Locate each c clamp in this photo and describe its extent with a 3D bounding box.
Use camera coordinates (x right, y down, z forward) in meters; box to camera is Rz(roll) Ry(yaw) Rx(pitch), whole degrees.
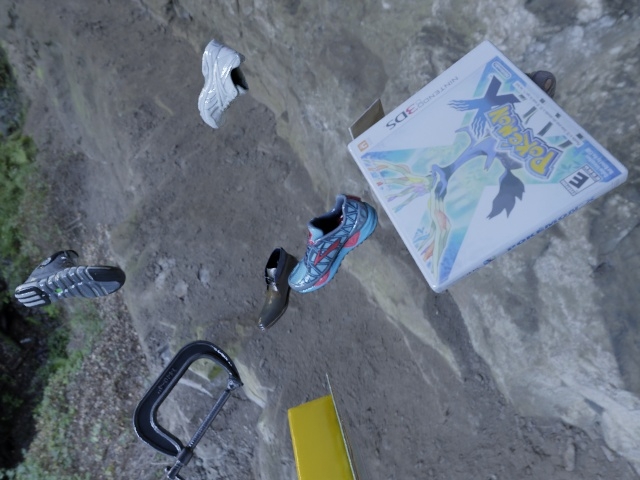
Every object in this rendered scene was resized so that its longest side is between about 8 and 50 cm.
[{"bbox_3d":[-0.156,0.215,0.535,0.137,0.022,0.161,27,66,3],"label":"c clamp"}]

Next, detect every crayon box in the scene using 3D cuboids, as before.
[{"bbox_3d":[0.035,0.378,0.623,0.083,0.323,0.203,-19,37,-1],"label":"crayon box"}]

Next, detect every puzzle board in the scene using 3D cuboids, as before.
[{"bbox_3d":[0.117,-0.262,1.009,0.011,0.097,0.128,17,55,41],"label":"puzzle board"}]

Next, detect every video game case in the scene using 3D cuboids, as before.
[{"bbox_3d":[0.231,-0.130,0.682,0.299,0.036,0.329,-35,58,16],"label":"video game case"}]

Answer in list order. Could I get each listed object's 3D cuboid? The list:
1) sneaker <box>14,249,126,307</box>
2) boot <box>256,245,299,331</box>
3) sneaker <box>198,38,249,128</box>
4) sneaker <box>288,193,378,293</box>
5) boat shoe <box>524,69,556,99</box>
[{"bbox_3d":[-0.535,0.061,0.931,0.228,0.086,0.132,-10,40,-1],"label":"sneaker"},{"bbox_3d":[-0.127,0.121,1.108,0.082,0.106,0.219,-2,49,41],"label":"boot"},{"bbox_3d":[-0.243,-0.379,1.084,0.115,0.232,0.090,22,47,4],"label":"sneaker"},{"bbox_3d":[0.000,0.000,0.942,0.262,0.125,0.104,-50,40,10],"label":"sneaker"},{"bbox_3d":[0.362,-0.183,0.856,0.130,0.356,0.132,25,58,28],"label":"boat shoe"}]
